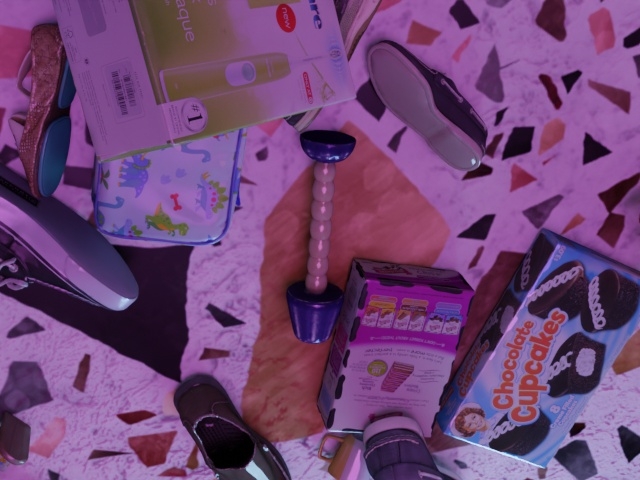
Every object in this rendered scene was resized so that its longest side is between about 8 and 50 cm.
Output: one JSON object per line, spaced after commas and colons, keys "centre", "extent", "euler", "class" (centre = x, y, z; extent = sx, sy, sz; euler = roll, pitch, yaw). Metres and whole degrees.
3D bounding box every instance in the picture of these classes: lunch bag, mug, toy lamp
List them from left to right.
{"centre": [-0.176, -0.105, 1.160], "extent": [0.176, 0.090, 0.219], "euler": [4, 111, -14], "class": "lunch bag"}
{"centre": [0.000, 0.000, 1.254], "extent": [0.080, 0.080, 0.275], "euler": [1, 111, -13], "class": "toy lamp"}
{"centre": [0.043, 0.309, 1.406], "extent": [0.078, 0.062, 0.064], "euler": [15, 101, -25], "class": "mug"}

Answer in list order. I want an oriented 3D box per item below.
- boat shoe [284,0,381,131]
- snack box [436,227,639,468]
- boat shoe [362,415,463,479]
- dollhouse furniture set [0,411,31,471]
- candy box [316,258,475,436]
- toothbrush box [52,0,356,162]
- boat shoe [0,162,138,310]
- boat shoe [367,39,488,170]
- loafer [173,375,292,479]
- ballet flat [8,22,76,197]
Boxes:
{"centre": [0.004, -0.238, 1.155], "extent": [0.073, 0.080, 0.224], "euler": [26, 103, -13], "class": "boat shoe"}
{"centre": [0.319, 0.160, 1.402], "extent": [0.187, 0.060, 0.322], "euler": [22, 107, -20], "class": "snack box"}
{"centre": [0.143, 0.370, 1.394], "extent": [0.116, 0.099, 0.319], "euler": [-20, 134, 10], "class": "boat shoe"}
{"centre": [-0.449, 0.349, 1.253], "extent": [0.212, 0.161, 0.242], "euler": [-43, 115, 8], "class": "dollhouse furniture set"}
{"centre": [0.099, 0.150, 1.342], "extent": [0.159, 0.071, 0.234], "euler": [8, 111, -17], "class": "candy box"}
{"centre": [-0.112, -0.212, 1.004], "extent": [0.283, 0.122, 0.206], "euler": [-22, 101, -49], "class": "toothbrush box"}
{"centre": [-0.359, 0.000, 1.153], "extent": [0.306, 0.113, 0.105], "euler": [37, 107, -21], "class": "boat shoe"}
{"centre": [0.137, -0.178, 1.229], "extent": [0.206, 0.075, 0.065], "euler": [46, 54, -20], "class": "boat shoe"}
{"centre": [-0.118, 0.300, 1.347], "extent": [0.094, 0.087, 0.251], "euler": [-34, 116, 3], "class": "loafer"}
{"centre": [-0.320, -0.152, 1.130], "extent": [0.067, 0.073, 0.206], "euler": [20, 106, 9], "class": "ballet flat"}
